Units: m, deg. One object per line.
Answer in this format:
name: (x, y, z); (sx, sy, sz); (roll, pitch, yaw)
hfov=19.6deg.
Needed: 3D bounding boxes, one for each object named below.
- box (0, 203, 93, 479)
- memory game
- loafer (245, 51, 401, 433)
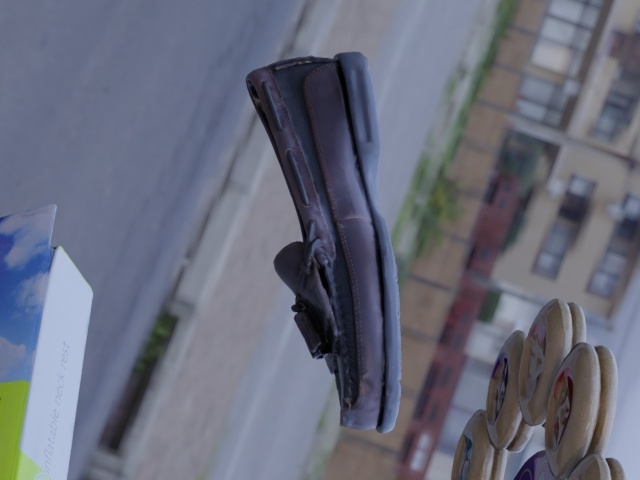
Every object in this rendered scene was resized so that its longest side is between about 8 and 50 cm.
box: (-0.156, 0.074, 0.763); (0.042, 0.109, 0.178); (58, 26, -44)
memory game: (0.049, 0.107, 0.512); (0.186, 0.012, 0.186); (-168, -90, -83)
loafer: (0.000, 0.000, 1.353); (0.109, 0.095, 0.302); (104, -17, -63)
